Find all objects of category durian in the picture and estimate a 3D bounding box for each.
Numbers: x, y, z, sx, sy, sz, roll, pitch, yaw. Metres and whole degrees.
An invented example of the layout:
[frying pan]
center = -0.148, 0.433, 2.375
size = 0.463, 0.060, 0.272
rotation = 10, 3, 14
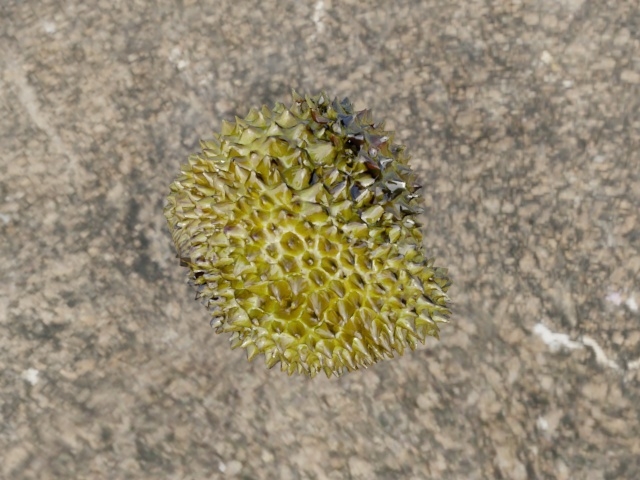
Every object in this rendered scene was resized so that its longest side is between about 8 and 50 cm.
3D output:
[durian]
center = -0.002, 0.001, 0.785
size = 0.258, 0.258, 0.293
rotation = -34, 92, -9
